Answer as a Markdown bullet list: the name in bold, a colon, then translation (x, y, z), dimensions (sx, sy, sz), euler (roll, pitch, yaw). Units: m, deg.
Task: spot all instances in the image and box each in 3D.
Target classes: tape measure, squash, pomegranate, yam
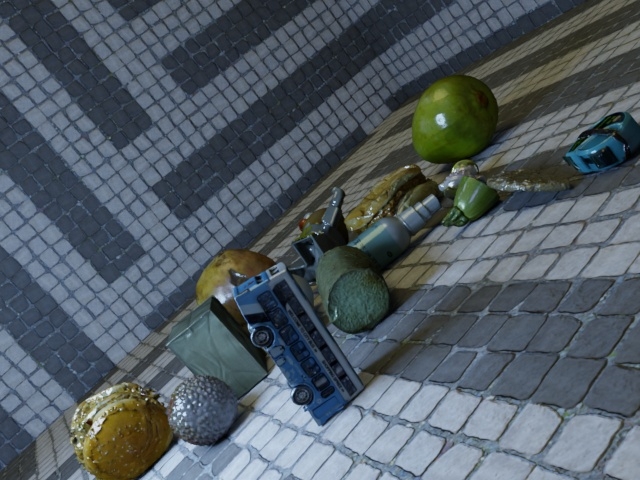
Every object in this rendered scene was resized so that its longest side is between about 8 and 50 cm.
- **tape measure**: translation (0.576, -0.200, 1.324), dimensions (0.125, 0.081, 0.146), euler (-44, 13, -7)
- **squash**: translation (0.353, -0.076, 1.574), dimensions (0.132, 0.105, 0.105), euler (-57, 13, -2)
- **pomegranate**: translation (-0.232, 0.161, 1.991), dimensions (0.281, 0.281, 0.281), euler (-38, 12, 9)
- **yam**: translation (0.071, 0.109, 1.541), dimensions (0.161, 0.161, 0.268), euler (-39, 11, 4)

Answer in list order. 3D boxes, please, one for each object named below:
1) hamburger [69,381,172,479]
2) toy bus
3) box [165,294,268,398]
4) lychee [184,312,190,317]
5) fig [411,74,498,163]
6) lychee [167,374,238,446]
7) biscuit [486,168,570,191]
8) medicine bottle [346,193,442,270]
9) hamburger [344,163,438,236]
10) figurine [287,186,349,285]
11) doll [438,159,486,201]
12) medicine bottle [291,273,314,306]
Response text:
- **hamburger**: translation (-0.525, 0.498, 1.699), dimensions (0.211, 0.261, 0.244), euler (10, 80, 55)
- **toy bus**: translation (-0.045, 0.194, 1.245), dimensions (0.131, 0.297, 0.106), euler (-34, 12, -4)
- **box**: translation (-0.263, 0.285, 1.712), dimensions (0.155, 0.231, 0.149), euler (-38, 12, 0)
- **lychee**: translation (-0.366, 0.306, 2.130), dimensions (0.188, 0.188, 0.188), euler (-38, 12, 9)
- **fig**: translation (0.407, -0.366, 2.068), dimensions (0.258, 0.258, 0.326), euler (-46, -2, -27)
- **lychee**: translation (-0.271, 0.399, 1.542), dimensions (0.165, 0.197, 0.165), euler (-16, 50, 20)
- **biscuit**: translation (0.442, -0.131, 1.460), dimensions (0.133, 0.032, 0.250), euler (-6, 12, -3)
- **medicine bottle**: translation (0.170, 0.003, 1.740), dimensions (0.352, 0.110, 0.110), euler (-38, 12, 5)
- **hamburger**: translation (0.214, -0.105, 1.942), dimensions (0.283, 0.144, 0.259), euler (-49, 10, -24)
- **figurine**: translation (0.001, 0.001, 2.038), dimensions (0.342, 0.167, 0.285), euler (-44, 10, 39)
- **doll**: translation (0.385, -0.163, 1.778), dimensions (0.129, 0.081, 0.207), euler (-11, 22, 27)
- **medicine bottle**: translation (-0.086, 0.187, 1.762), dimensions (0.145, 0.144, 0.252), euler (-38, 11, 5)
